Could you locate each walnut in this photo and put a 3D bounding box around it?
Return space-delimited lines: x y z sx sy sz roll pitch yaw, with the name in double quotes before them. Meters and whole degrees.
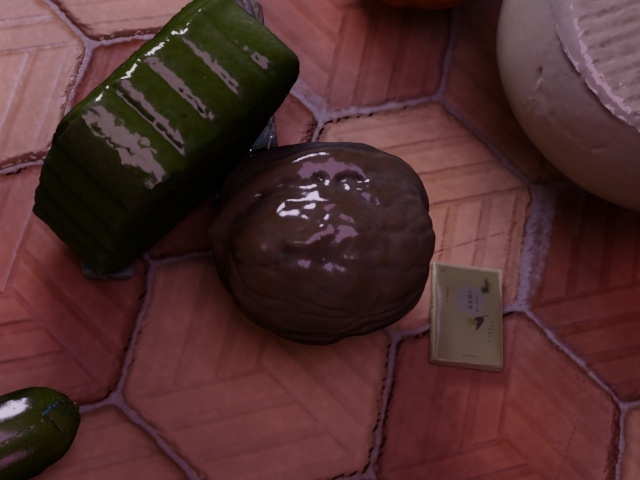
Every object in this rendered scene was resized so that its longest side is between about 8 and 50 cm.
"walnut" 0.000 0.000 1.180 0.224 0.224 0.224 5 67 -13

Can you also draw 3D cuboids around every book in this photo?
"book" 0.152 0.078 1.284 0.077 0.014 0.111 8 66 -12

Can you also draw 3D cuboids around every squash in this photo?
"squash" -0.361 0.208 1.057 0.332 0.087 0.087 -19 74 -20

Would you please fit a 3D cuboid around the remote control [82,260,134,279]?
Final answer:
"remote control" -0.212 -0.020 1.227 0.053 0.018 0.124 2 67 -16

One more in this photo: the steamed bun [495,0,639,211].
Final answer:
"steamed bun" 0.358 -0.195 1.327 0.374 0.241 0.374 6 70 -16

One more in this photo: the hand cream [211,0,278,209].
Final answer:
"hand cream" -0.081 -0.149 1.307 0.075 0.052 0.247 -7 75 10

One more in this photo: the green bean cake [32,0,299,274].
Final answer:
"green bean cake" -0.144 -0.101 1.148 0.125 0.222 0.248 44 60 3

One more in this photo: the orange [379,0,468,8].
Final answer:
"orange" 0.122 -0.373 1.345 0.240 0.240 0.240 5 67 -13
